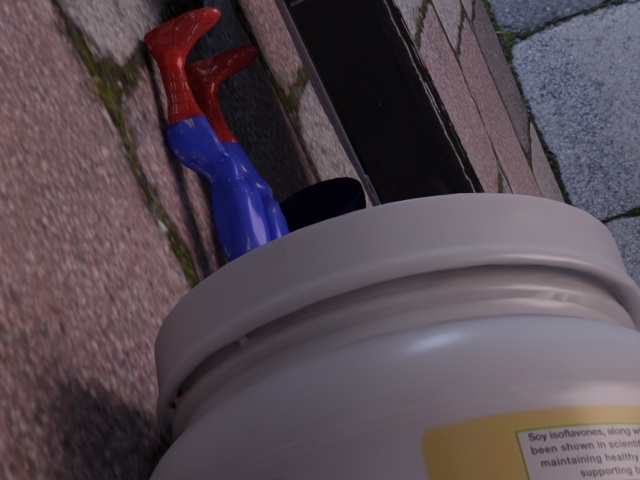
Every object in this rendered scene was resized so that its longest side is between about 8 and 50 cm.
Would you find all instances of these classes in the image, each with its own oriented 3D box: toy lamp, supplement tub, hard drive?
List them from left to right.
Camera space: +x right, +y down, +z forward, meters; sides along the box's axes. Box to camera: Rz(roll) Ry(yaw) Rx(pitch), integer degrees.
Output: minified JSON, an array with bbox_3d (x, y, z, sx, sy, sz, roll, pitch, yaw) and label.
[{"bbox_3d":[0.053,0.089,0.977,0.080,0.080,0.275,-81,148,-62],"label":"toy lamp"},{"bbox_3d":[0.059,-0.059,0.966,0.339,0.064,0.237,64,8,-2],"label":"hard drive"},{"bbox_3d":[0.061,0.175,0.561,0.241,0.241,0.331,44,29,-59],"label":"supplement tub"}]

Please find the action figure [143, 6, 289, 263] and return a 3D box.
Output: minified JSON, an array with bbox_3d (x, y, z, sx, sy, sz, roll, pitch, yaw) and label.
[{"bbox_3d":[0.000,0.000,0.803,0.091,0.139,0.280,33,41,-64],"label":"action figure"}]
